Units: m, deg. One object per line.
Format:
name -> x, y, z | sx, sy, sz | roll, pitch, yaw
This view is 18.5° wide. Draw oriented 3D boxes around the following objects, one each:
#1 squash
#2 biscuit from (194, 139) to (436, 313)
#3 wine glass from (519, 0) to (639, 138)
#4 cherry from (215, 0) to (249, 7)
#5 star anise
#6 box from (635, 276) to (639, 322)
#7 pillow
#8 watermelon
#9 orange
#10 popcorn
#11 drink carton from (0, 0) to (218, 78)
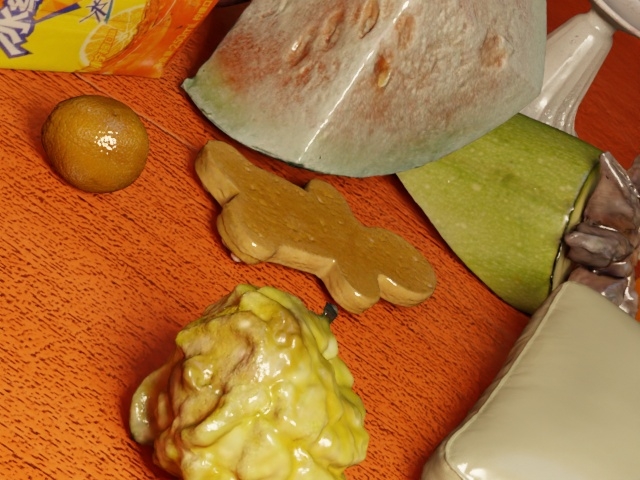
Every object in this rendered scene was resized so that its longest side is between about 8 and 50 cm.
squash -> 0.145, -0.045, 1.907 | 0.261, 0.189, 0.189 | 20, 19, 20
biscuit -> -0.001, 0.001, 1.660 | 0.240, 0.035, 0.158 | 24, 32, -31
wine glass -> 0.270, -0.192, 2.169 | 0.165, 0.196, 0.165 | 34, 27, -20
cherry -> -0.106, -0.327, 1.837 | 0.285, 0.212, 0.236 | 15, -5, -18
star anise -> 0.270, 0.008, 1.815 | 0.063, 0.208, 0.172 | 17, -24, 28
box -> 0.421, 0.070, 1.785 | 0.143, 0.341, 0.225 | 40, 24, -21
pillow -> 0.233, 0.184, 1.566 | 0.255, 0.120, 0.322 | 41, 37, 4
watermelon -> 0.060, -0.212, 1.758 | 0.228, 0.258, 0.387 | 36, 45, 27
orange -> -0.171, -0.075, 1.497 | 0.085, 0.085, 0.085 | 32, 26, -18
popcorn -> -0.038, 0.108, 1.306 | 0.173, 0.142, 0.173 | 30, 35, -24
drink carton -> -0.224, -0.224, 1.569 | 0.111, 0.154, 0.351 | 52, 27, 22
